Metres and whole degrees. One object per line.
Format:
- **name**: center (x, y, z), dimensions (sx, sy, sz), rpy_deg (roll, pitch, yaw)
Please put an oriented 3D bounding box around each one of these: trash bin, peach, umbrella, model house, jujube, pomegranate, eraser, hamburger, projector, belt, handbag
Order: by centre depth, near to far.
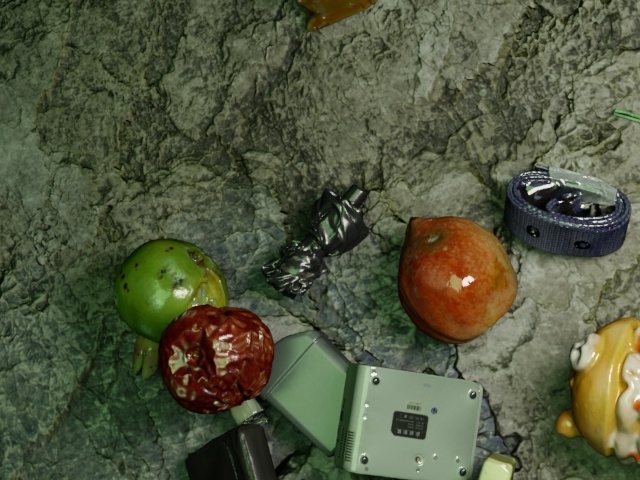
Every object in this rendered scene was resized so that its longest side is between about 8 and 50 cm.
- **hamburger**: center (0.542, 0.257, 1.624), dimensions (0.236, 0.276, 0.276), rpy_deg (10, 84, 29)
- **eraser**: center (0.313, 0.451, 1.691), dimensions (0.058, 0.172, 0.117), rpy_deg (16, 85, 16)
- **projector**: center (0.165, 0.343, 1.736), dimensions (0.250, 0.108, 0.198), rpy_deg (11, 83, -15)
- **jujube**: center (-0.189, 0.221, 1.746), dimensions (0.213, 0.232, 0.213), rpy_deg (-1, 86, 16)
- **peach**: center (0.242, 0.061, 1.751), dimensions (0.232, 0.232, 0.257), rpy_deg (-43, 83, 5)
- **belt**: center (0.463, -0.047, 1.761), dimensions (0.230, 0.126, 0.140), rpy_deg (14, 57, 17)
- **handbag**: center (-0.162, 0.504, 1.831), dimensions (0.223, 0.080, 0.247), rpy_deg (-36, 64, 41)
- **trash bin**: center (-0.009, 0.292, 1.850), dimensions (0.236, 0.101, 0.177), rpy_deg (43, 92, 15)
- **umbrella**: center (0.000, 0.001, 1.895), dimensions (0.122, 0.110, 0.272), rpy_deg (40, 88, 18)
- **pomegranate**: center (-0.320, 0.142, 1.908), dimensions (0.236, 0.236, 0.302), rpy_deg (30, 111, 18)
- **model house**: center (0.028, -0.596, 1.912), dimensions (0.173, 0.239, 0.268), rpy_deg (1, 82, 17)

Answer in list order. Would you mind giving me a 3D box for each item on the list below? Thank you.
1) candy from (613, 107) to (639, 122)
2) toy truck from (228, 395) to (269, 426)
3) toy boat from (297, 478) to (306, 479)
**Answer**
- **candy**: center (0.683, -0.206, 1.764), dimensions (0.262, 0.073, 0.077), rpy_deg (23, 69, 25)
- **toy truck**: center (-0.179, 0.296, 1.899), dimensions (0.074, 0.088, 0.202), rpy_deg (-35, 73, 9)
- **toy boat**: center (-0.051, 0.576, 1.809), dimensions (0.097, 0.100, 0.223), rpy_deg (8, 80, 8)
